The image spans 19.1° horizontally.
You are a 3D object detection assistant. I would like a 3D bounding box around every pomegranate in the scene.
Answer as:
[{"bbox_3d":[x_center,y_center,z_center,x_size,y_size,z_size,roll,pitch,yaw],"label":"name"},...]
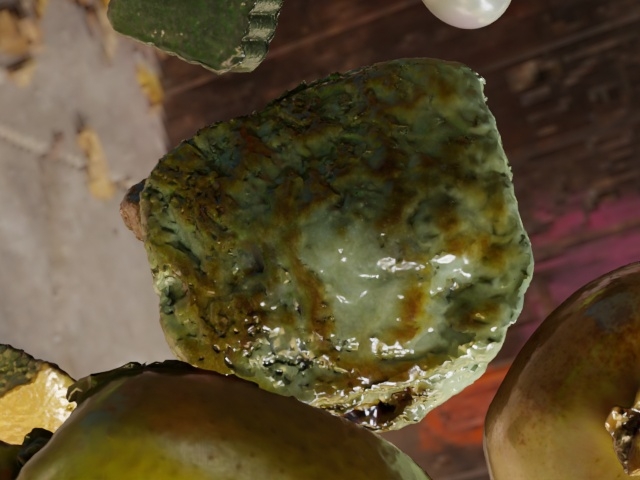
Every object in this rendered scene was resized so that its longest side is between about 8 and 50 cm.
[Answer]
[{"bbox_3d":[0.274,0.166,1.537,0.319,0.319,0.319,42,39,-46],"label":"pomegranate"}]

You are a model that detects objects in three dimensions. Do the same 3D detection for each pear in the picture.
[{"bbox_3d":[-0.058,0.274,1.035,0.386,0.340,0.191,52,12,-27],"label":"pear"}]

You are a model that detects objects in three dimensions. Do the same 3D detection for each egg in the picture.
[{"bbox_3d":[0.146,-0.272,1.933,0.103,0.103,0.135,50,17,-38],"label":"egg"}]

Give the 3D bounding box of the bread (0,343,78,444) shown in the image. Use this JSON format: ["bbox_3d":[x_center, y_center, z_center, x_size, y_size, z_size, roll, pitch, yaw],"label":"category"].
[{"bbox_3d":[-0.287,0.157,1.635,0.129,0.260,0.134,46,67,-36],"label":"bread"}]

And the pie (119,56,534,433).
[{"bbox_3d":[0.026,0.001,1.981,0.180,0.418,0.395,68,-3,-66],"label":"pie"}]

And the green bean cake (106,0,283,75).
[{"bbox_3d":[-0.129,-0.292,2.133,0.094,0.185,0.183,-4,114,-59],"label":"green bean cake"}]
